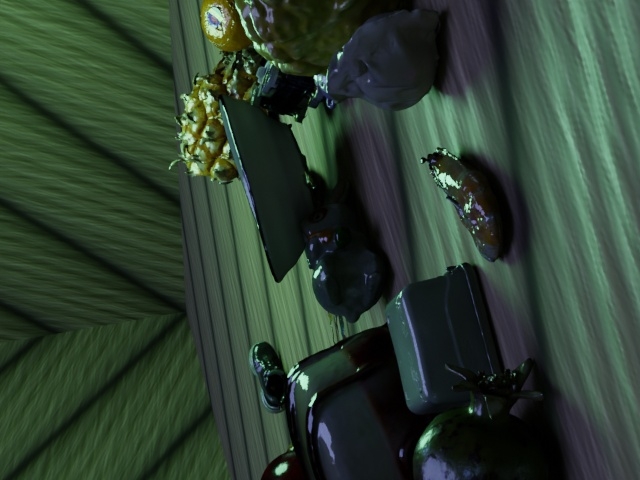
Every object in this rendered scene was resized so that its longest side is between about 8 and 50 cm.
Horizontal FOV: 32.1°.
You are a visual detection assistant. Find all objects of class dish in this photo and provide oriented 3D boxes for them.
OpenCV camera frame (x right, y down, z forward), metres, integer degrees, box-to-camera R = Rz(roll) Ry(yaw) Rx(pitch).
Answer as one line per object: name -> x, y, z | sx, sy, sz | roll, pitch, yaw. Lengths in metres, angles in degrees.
dish -> -0.071, -0.093, 1.773 | 0.316, 0.106, 0.316 | 163, 90, -86

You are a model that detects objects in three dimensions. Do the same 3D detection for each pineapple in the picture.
pineapple -> -0.221, -0.286, 2.267 | 0.344, 0.209, 0.286 | -128, 32, -67

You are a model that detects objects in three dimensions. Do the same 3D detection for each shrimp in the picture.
shrimp -> 0.155, -0.048, 1.223 | 0.190, 0.042, 0.101 | -118, 16, -52
shrimp -> -0.029, -0.072, 1.961 | 0.217, 0.051, 0.115 | -156, 51, -73

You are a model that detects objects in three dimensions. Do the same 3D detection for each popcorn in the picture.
popcorn -> -0.007, -0.341, 1.381 | 0.237, 0.206, 0.251 | 75, -171, -54

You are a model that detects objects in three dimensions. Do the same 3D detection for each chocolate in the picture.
chocolate -> 0.053, 0.257, 1.537 | 0.283, 0.186, 0.283 | 172, 90, -77

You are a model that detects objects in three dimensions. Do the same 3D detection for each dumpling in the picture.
dumpling -> 0.069, -0.201, 1.283 | 0.108, 0.127, 0.188 | 59, 158, 11

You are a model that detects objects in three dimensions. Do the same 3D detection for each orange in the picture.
orange -> -0.169, -0.435, 2.155 | 0.135, 0.117, 0.135 | 10, 109, 29

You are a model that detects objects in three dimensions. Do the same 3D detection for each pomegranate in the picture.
pomegranate -> 0.166, 0.218, 1.145 | 0.148, 0.148, 0.169 | -120, 23, -56

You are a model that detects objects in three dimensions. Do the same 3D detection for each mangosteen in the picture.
mangosteen -> -0.027, 0.467, 2.102 | 0.200, 0.200, 0.200 | 171, 90, -77

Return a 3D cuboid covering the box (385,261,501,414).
box -> 0.138, 0.122, 1.288 | 0.124, 0.093, 0.172 | 118, 141, -69

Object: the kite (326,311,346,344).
kite -> 0.040, 0.204, 1.937 | 0.152, 0.015, 0.285 | 167, 91, -74

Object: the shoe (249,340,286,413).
shoe -> -0.109, 0.304, 2.513 | 0.099, 0.071, 0.169 | 132, 124, -69

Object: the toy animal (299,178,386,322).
toy animal -> 0.021, 0.009, 1.672 | 0.236, 0.108, 0.138 | -114, 19, -48

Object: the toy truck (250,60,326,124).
toy truck -> -0.038, -0.266, 1.746 | 0.227, 0.098, 0.114 | 151, 134, -74

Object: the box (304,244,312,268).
box -> 0.000, 0.000, 1.871 | 0.074, 0.054, 0.099 | 104, 153, -63

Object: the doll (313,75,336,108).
doll -> 0.029, -0.280, 1.550 | 0.110, 0.067, 0.206 | 47, 134, 52
